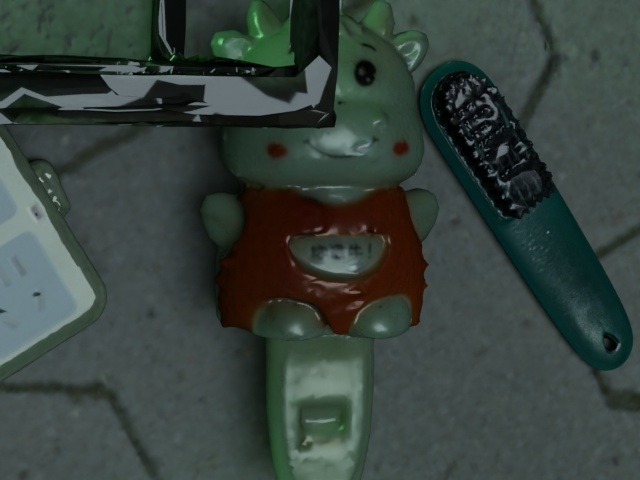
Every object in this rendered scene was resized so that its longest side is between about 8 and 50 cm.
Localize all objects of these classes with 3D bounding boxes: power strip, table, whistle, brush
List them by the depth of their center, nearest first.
[{"bbox_3d":[-0.183,-0.186,0.677,0.335,0.222,0.272,-1,98,-21],"label":"table"},{"bbox_3d":[-0.226,0.046,0.788,0.270,0.046,0.118,-33,108,-12],"label":"power strip"},{"bbox_3d":[-0.002,0.000,0.839,0.102,0.106,0.253,5,99,20],"label":"whistle"},{"bbox_3d":[0.113,-0.009,0.913,0.043,0.032,0.193,-38,107,-12],"label":"brush"}]
